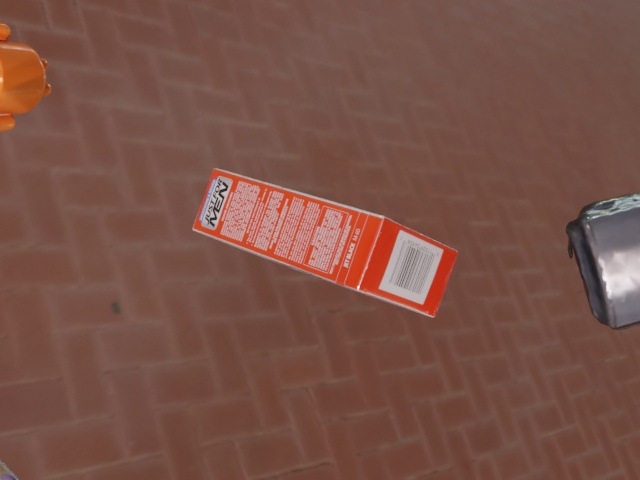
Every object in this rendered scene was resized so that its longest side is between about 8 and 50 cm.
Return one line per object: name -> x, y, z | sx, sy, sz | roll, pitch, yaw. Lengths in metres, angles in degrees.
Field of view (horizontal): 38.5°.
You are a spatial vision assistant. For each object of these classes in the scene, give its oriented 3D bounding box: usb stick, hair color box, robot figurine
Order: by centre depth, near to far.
usb stick -> 0.283, -0.015, 0.522 | 0.045, 0.278, 0.077 | 21, 55, -79
hair color box -> 0.000, 0.000, 0.646 | 0.093, 0.167, 0.053 | 21, 89, -47
robot figurine -> -0.549, -0.273, 1.521 | 0.128, 0.158, 0.219 | 37, 21, 16

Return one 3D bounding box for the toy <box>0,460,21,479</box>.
toy -> -0.437, 0.397, 1.136 | 0.137, 0.237, 0.056 | 44, 6, -4
